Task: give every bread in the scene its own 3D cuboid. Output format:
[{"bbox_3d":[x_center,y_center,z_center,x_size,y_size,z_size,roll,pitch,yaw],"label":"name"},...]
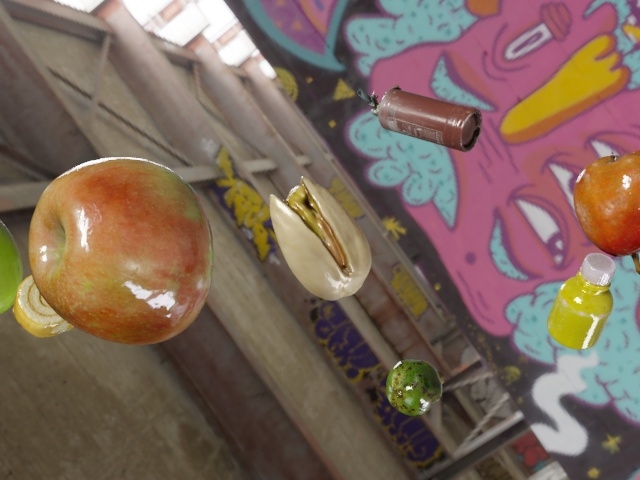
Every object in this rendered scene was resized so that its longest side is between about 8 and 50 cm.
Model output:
[{"bbox_3d":[-0.504,0.115,1.567,0.149,0.073,0.122,-32,-97,-39],"label":"bread"}]

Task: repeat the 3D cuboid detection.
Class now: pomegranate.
[{"bbox_3d":[0.252,0.361,2.121,0.143,0.169,0.122,37,142,44],"label":"pomegranate"}]

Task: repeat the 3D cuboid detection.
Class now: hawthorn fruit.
[{"bbox_3d":[0.550,-0.048,1.467,0.196,0.196,0.226,-55,-43,-78],"label":"hawthorn fruit"}]

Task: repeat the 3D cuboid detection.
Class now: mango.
[{"bbox_3d":[-0.757,0.004,1.749,0.192,0.156,0.343,-39,-70,-45],"label":"mango"}]

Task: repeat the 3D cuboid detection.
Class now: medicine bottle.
[{"bbox_3d":[0.582,0.128,1.816,0.122,0.121,0.213,-114,24,-46],"label":"medicine bottle"}]

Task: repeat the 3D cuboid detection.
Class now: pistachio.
[{"bbox_3d":[0.000,0.000,1.918,0.299,0.187,0.187,59,-169,-5],"label":"pistachio"}]

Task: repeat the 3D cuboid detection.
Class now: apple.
[{"bbox_3d":[-0.337,0.018,1.395,0.277,0.319,0.319,0,-134,-33],"label":"apple"}]

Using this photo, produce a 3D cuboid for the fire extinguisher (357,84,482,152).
[{"bbox_3d":[0.208,-0.271,1.783,0.268,0.105,0.105,23,173,32],"label":"fire extinguisher"}]
